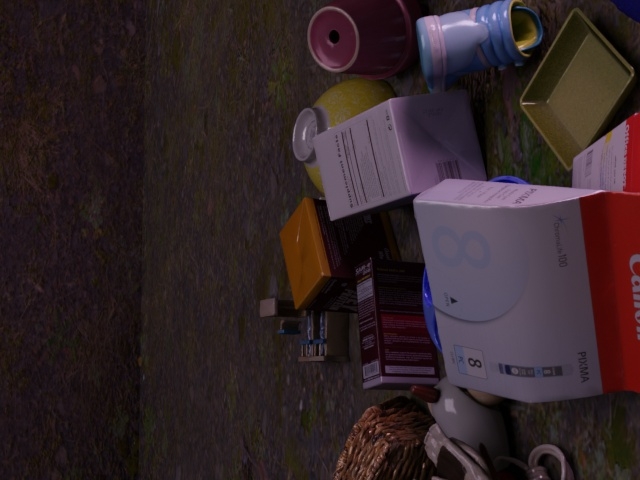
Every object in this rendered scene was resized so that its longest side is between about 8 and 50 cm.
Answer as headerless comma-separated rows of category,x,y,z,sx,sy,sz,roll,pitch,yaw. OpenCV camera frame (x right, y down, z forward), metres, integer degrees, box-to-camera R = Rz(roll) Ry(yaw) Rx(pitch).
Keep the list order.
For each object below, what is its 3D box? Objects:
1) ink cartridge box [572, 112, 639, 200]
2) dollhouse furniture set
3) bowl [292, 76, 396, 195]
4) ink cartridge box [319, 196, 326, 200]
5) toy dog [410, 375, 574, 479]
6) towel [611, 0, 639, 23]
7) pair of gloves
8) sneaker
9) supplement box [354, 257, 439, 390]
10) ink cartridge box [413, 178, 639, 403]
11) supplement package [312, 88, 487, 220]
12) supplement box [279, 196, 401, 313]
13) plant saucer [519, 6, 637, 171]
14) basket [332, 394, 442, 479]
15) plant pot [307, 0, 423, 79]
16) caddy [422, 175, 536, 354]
ink cartridge box,0.427,-0.083,1.365,0.231,0.078,0.134,132,147,-71
dollhouse furniture set,-0.047,0.199,2.187,0.129,0.183,0.129,-15,71,61
bowl,0.033,-0.216,2.145,0.289,0.156,0.290,-18,70,60
ink cartridge box,0.000,0.000,2.269,0.180,0.060,0.104,-57,38,42
toy dog,0.241,0.340,1.630,0.220,0.160,0.334,-67,32,30
towel,0.475,-0.445,1.437,0.228,0.076,0.308,-62,33,24
pair of gloves,0.208,0.426,1.571,0.204,0.042,0.240,51,139,37
sneaker,0.280,-0.336,1.748,0.319,0.208,0.127,-38,-63,-80
supplement box,0.142,0.159,1.890,0.073,0.130,0.240,-33,56,57
ink cartridge box,0.323,0.083,1.344,0.385,0.091,0.308,9,120,42
supplement package,0.141,-0.153,1.869,0.293,0.177,0.175,-16,86,61
supplement box,0.044,0.035,2.031,0.129,0.194,0.191,-53,40,45
plant saucer,0.406,-0.232,1.548,0.188,0.045,0.188,-63,34,35
basket,0.096,0.455,1.831,0.223,0.213,0.299,33,114,59
plant pot,0.077,-0.412,1.989,0.201,0.180,0.201,17,118,35
caddy,0.284,0.051,1.585,0.341,0.179,0.241,-53,42,45
